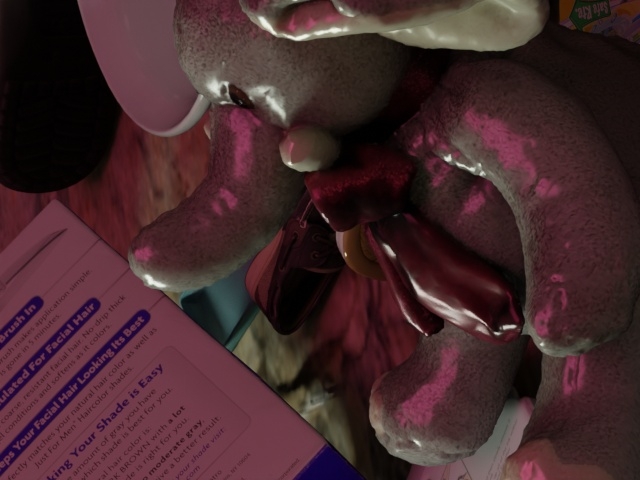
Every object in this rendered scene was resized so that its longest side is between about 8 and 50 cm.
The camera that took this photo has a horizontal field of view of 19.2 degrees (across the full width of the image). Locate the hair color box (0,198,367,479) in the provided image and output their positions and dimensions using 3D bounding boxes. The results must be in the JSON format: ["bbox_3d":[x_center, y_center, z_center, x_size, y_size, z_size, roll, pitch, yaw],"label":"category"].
[{"bbox_3d":[-0.128,0.133,1.215,0.185,0.110,0.339,-46,47,-6],"label":"hair color box"}]

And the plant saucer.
[{"bbox_3d":[-0.041,0.002,1.265,0.192,0.018,0.067,-56,45,36],"label":"plant saucer"}]

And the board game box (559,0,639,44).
[{"bbox_3d":[0.180,-0.099,0.943,0.154,0.026,0.103,-6,83,55],"label":"board game box"}]

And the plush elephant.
[{"bbox_3d":[0.030,-0.047,0.871,0.272,0.255,0.330,-140,67,-74],"label":"plush elephant"}]

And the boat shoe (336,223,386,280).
[{"bbox_3d":[0.064,-0.116,1.058,0.096,0.098,0.277,32,105,52],"label":"boat shoe"}]

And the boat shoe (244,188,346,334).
[{"bbox_3d":[0.000,0.000,1.180,0.049,0.056,0.152,61,144,30],"label":"boat shoe"}]

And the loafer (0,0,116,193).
[{"bbox_3d":[-0.208,-0.221,1.414,0.130,0.133,0.366,42,121,48],"label":"loafer"}]

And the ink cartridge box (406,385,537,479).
[{"bbox_3d":[0.088,0.210,1.026,0.239,0.060,0.275,-110,37,-68],"label":"ink cartridge box"}]

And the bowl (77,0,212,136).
[{"bbox_3d":[-0.058,-0.219,1.173,0.298,0.134,0.298,171,90,-66],"label":"bowl"}]
